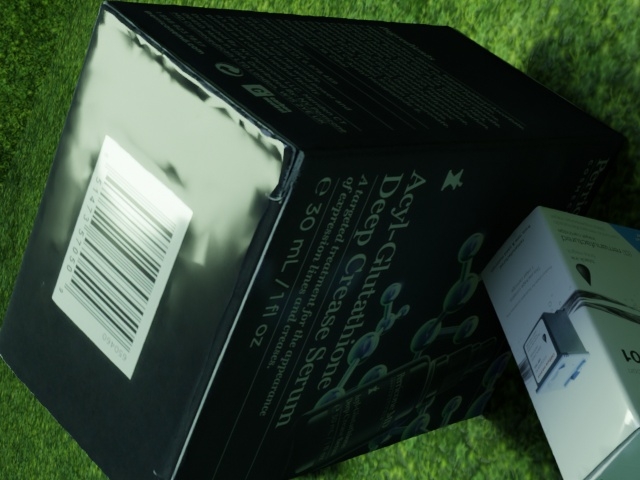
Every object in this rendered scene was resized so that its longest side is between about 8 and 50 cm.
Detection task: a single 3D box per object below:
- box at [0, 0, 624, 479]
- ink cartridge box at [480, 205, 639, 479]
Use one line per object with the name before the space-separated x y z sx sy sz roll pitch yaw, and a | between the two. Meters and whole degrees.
box | 0.000 0.000 0.958 0.212 0.395 0.294 39 119 31
ink cartridge box | 0.210 0.080 0.845 0.082 0.139 0.191 -57 35 35
